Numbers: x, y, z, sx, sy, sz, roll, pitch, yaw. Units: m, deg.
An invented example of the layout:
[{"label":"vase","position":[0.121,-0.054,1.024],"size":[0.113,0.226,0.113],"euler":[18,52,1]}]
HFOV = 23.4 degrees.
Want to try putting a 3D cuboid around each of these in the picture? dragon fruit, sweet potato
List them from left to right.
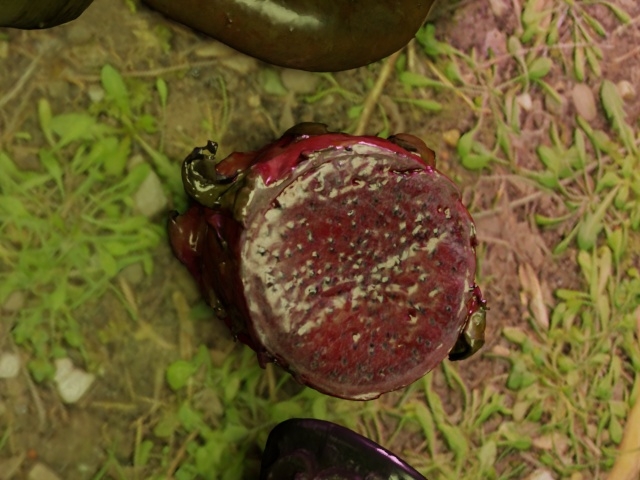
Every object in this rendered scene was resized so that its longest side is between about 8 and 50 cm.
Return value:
[{"label":"dragon fruit","position":[0.000,0.000,1.189],"size":[0.282,0.147,0.211],"euler":[32,87,-21]},{"label":"sweet potato","position":[0.005,-0.186,1.210],"size":[0.346,0.079,0.108],"euler":[-8,83,-30]}]

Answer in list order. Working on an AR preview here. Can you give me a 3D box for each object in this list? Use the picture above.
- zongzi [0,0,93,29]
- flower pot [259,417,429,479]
[{"label":"zongzi","position":[-0.114,-0.302,0.982],"size":[0.174,0.393,0.355],"euler":[9,92,-52]},{"label":"flower pot","position":[-0.030,0.286,1.117],"size":[0.266,0.267,0.267],"euler":[49,59,-20]}]
